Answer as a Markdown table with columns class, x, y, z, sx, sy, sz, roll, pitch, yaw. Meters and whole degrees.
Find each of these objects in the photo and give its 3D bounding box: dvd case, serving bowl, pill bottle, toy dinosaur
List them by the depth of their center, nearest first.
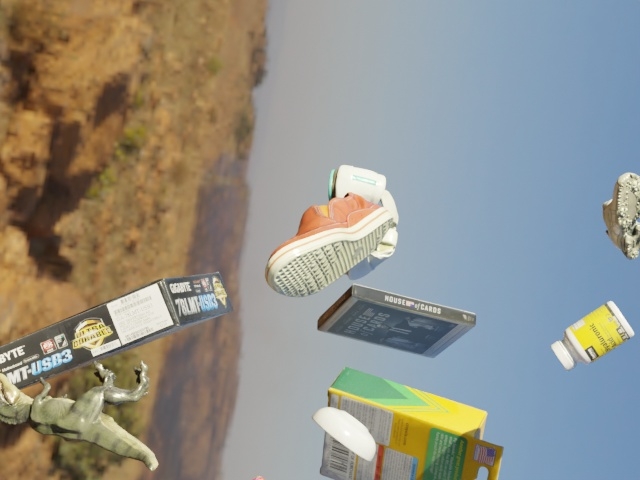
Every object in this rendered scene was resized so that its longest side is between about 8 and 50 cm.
| class | x | y | z | sx | sy | sz | roll | pitch | yaw |
| --- | --- | --- | --- | --- | --- | --- | --- | --- | --- |
| serving bowl | 0.031 | 0.211 | 1.394 | 0.027 | 0.083 | 0.083 | -53 | -177 | -1 |
| toy dinosaur | -0.255 | 0.188 | 1.410 | 0.118 | 0.268 | 0.064 | -49 | 139 | -38 |
| pill bottle | 0.412 | 0.149 | 1.901 | 0.116 | 0.065 | 0.065 | -34 | -168 | 8 |
| dvd case | 0.135 | 0.148 | 2.255 | 0.179 | 0.238 | 0.030 | 130 | -31 | -58 |

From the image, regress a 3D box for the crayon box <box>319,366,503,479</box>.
| class | x | y | z | sx | sy | sz | roll | pitch | yaw |
| --- | --- | --- | --- | --- | --- | --- | --- | --- | --- |
| crayon box | 0.167 | 0.369 | 2.212 | 0.083 | 0.322 | 0.203 | -47 | 148 | -53 |

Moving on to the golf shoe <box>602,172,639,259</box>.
| class | x | y | z | sx | sy | sz | roll | pitch | yaw |
| --- | --- | --- | --- | --- | --- | --- | --- | --- | --- |
| golf shoe | 0.486 | -0.048 | 2.039 | 0.086 | 0.069 | 0.176 | 40 | -25 | 42 |

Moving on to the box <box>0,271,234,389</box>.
| class | x | y | z | sx | sy | sz | roll | pitch | yaw |
| --- | --- | --- | --- | --- | --- | --- | --- | --- | --- |
| box | -0.294 | 0.127 | 1.721 | 0.295 | 0.293 | 0.073 | -6 | 76 | -80 |

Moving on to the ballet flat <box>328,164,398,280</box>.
| class | x | y | z | sx | sy | sz | roll | pitch | yaw |
| --- | --- | --- | --- | --- | --- | --- | --- | --- | --- |
| ballet flat | 0.099 | -0.023 | 2.609 | 0.400 | 0.139 | 0.139 | 77 | 18 | -61 |

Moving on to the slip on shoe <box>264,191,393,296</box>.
| class | x | y | z | sx | sy | sz | roll | pitch | yaw |
| --- | --- | --- | --- | --- | --- | --- | --- | --- | --- |
| slip on shoe | 0.000 | 0.000 | 1.947 | 0.331 | 0.101 | 0.123 | -30 | 153 | -56 |

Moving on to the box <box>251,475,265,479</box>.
| class | x | y | z | sx | sy | sz | roll | pitch | yaw |
| --- | --- | --- | --- | --- | --- | --- | --- | --- | --- |
| box | -0.032 | 0.406 | 1.415 | 0.257 | 0.122 | 0.128 | 52 | 3 | -34 |
